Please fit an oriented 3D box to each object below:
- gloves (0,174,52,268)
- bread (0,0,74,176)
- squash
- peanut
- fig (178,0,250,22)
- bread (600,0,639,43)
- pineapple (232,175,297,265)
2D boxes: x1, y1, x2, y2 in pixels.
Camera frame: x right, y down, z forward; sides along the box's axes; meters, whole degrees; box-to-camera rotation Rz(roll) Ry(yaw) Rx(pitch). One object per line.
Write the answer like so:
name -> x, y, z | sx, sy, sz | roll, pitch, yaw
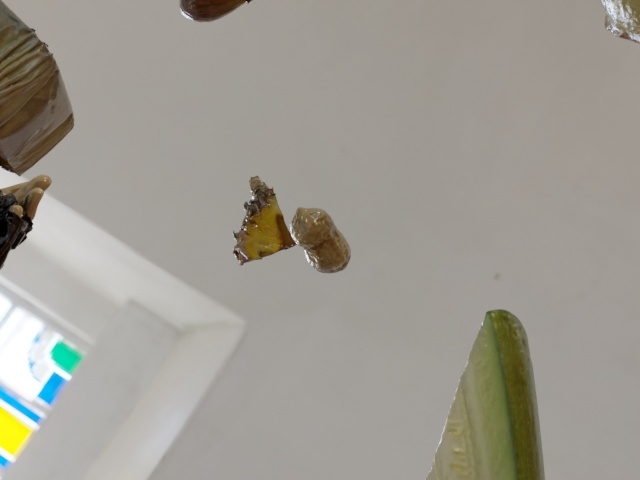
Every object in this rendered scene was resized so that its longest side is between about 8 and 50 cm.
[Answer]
gloves -> -0.403, -0.027, 1.318 | 0.124, 0.164, 0.203 | -35, -8, 32
bread -> -0.355, -0.175, 1.140 | 0.110, 0.192, 0.210 | -43, -6, -16
squash -> 0.158, 0.211, 1.136 | 0.111, 0.203, 0.288 | -8, -90, -38
peanut -> 0.000, 0.000, 1.198 | 0.054, 0.054, 0.113 | -56, -35, -14
fig -> -0.142, -0.356, 1.624 | 0.089, 0.125, 0.088 | -174, 90, -82
bread -> 0.495, -0.365, 1.495 | 0.270, 0.270, 0.148 | -52, -55, -23
pineapple -> -0.070, -0.025, 1.418 | 0.114, 0.077, 0.114 | -45, -46, -71
